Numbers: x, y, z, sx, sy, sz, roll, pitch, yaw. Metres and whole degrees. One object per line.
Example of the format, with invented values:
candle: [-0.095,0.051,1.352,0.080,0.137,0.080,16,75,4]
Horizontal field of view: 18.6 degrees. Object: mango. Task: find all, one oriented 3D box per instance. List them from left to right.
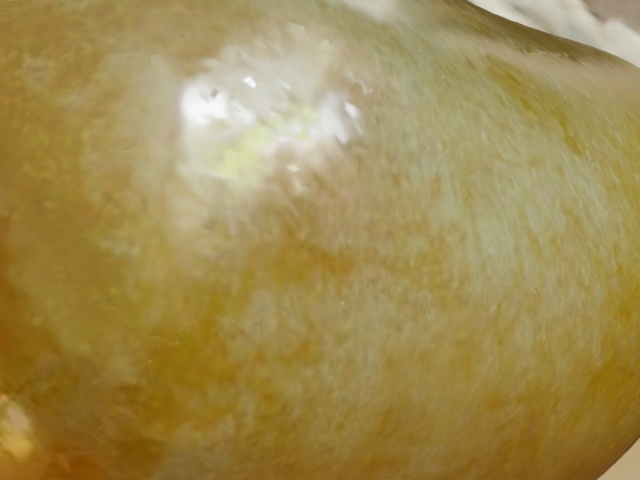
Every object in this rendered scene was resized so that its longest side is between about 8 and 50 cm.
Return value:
mango: [0.000,0.000,0.634,0.221,0.384,0.199,36,118,30]
